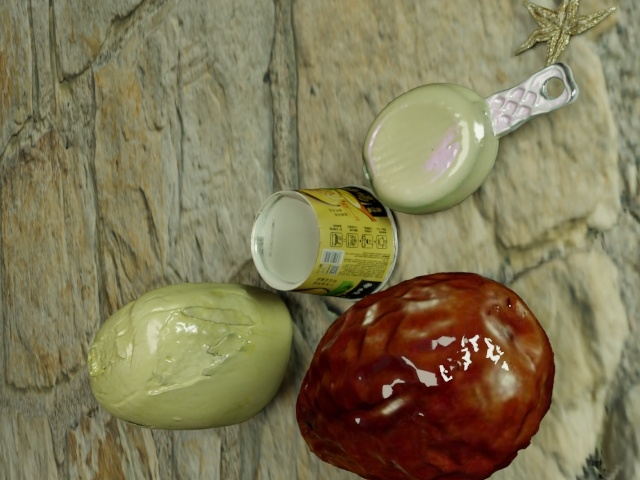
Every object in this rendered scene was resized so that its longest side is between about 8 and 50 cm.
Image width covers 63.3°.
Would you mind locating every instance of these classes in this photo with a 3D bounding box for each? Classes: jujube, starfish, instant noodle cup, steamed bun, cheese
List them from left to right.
[{"bbox_3d":[-0.178,0.172,0.698,0.273,0.232,0.166,-37,60,35],"label":"steamed bun"},{"bbox_3d":[0.000,0.000,0.619,0.152,0.122,0.151,-4,83,41],"label":"instant noodle cup"},{"bbox_3d":[0.083,0.142,0.501,0.290,0.197,0.197,-45,61,48],"label":"jujube"},{"bbox_3d":[0.145,-0.111,0.536,0.227,0.064,0.137,-24,77,39],"label":"cheese"},{"bbox_3d":[0.230,-0.202,0.497,0.086,0.016,0.092,17,95,41],"label":"starfish"}]
